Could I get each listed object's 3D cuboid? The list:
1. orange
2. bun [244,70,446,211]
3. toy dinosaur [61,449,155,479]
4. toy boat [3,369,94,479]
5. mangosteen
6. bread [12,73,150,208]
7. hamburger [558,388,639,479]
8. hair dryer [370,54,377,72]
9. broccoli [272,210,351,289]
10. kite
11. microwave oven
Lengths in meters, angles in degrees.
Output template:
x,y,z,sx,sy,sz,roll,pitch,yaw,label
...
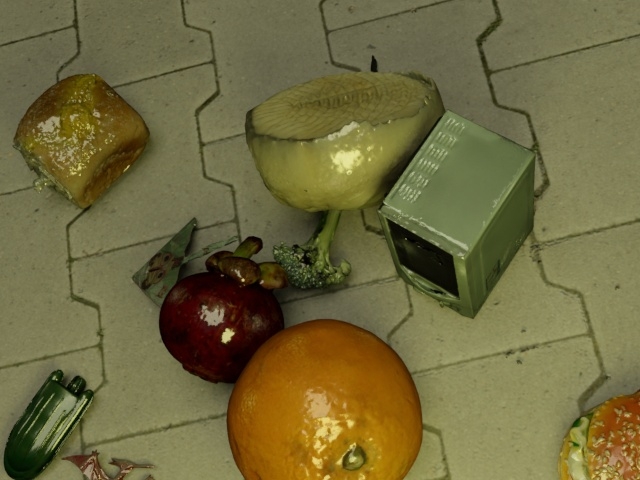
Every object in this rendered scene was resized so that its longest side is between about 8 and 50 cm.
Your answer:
x,y,z,sx,sy,sz,roll,pitch,yaw,label
0.008,0.279,1.499,0.312,0.312,0.312,-4,67,10,orange
0.045,-0.162,1.692,0.364,0.202,0.364,-11,26,5,bun
-0.351,0.420,1.660,0.220,0.032,0.108,21,70,9,toy dinosaur
-0.488,0.329,1.714,0.104,0.052,0.210,27,77,18,toy boat
-0.151,0.114,1.640,0.215,0.215,0.257,23,78,19,mangosteen
-0.471,-0.194,1.856,0.195,0.176,0.246,39,80,24,bread
0.478,0.345,1.460,0.236,0.147,0.237,-3,69,7,hamburger
0.119,-0.331,1.877,0.079,0.031,0.083,-4,59,-2,hair dryer
-0.002,-0.002,1.735,0.122,0.118,0.204,-6,46,41,broccoli
-0.250,0.039,1.759,0.250,0.012,0.229,-21,41,28,kite
0.222,-0.038,1.586,0.181,0.295,0.237,29,76,21,microwave oven
